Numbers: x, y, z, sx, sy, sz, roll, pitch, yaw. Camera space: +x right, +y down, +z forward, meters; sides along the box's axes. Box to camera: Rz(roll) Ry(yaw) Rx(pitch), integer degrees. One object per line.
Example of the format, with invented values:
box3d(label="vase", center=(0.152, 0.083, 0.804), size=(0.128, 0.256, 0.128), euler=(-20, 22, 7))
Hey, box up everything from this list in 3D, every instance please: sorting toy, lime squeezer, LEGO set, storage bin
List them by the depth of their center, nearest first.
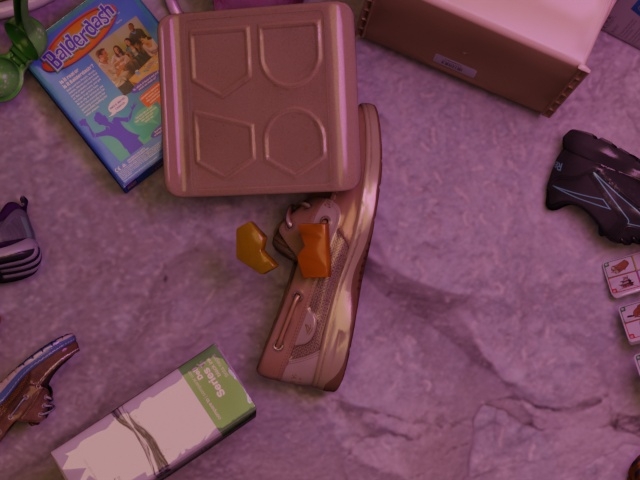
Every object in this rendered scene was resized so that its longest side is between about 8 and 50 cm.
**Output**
box3d(label="sorting toy", center=(-0.066, -0.110, 1.839), size=(0.229, 0.041, 0.307), euler=(-2, 93, 15))
box3d(label="storage bin", center=(0.188, -0.265, 1.863), size=(0.262, 0.260, 0.123), euler=(23, 81, 0))
box3d(label="lime squeezer", center=(-0.369, -0.195, 1.869), size=(0.059, 0.310, 0.110), euler=(34, 39, -9))
box3d(label="LEGO set", center=(0.477, 0.075, 1.914), size=(0.244, 0.060, 0.182), euler=(-18, 57, 7))

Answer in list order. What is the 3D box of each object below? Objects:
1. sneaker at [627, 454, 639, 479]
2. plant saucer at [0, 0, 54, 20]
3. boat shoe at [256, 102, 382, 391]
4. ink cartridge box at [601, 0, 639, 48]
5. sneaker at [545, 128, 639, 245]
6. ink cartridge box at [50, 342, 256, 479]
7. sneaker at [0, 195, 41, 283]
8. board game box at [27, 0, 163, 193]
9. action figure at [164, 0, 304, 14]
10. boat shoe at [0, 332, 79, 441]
box3d(label="sneaker", center=(0.428, 0.391, 1.859), size=(0.131, 0.112, 0.297), euler=(1, 82, -4))
box3d(label="plant saucer", center=(-0.415, -0.442, 1.934), size=(0.400, 0.100, 0.401), euler=(1, 81, -3))
box3d(label="boat shoe", center=(0.000, 0.000, 1.884), size=(0.110, 0.121, 0.341), euler=(11, 83, -3))
box3d(label="ink cartridge box", center=(0.340, -0.369, 1.932), size=(0.232, 0.171, 0.168), euler=(27, 81, 0))
box3d(label="sneaker", center=(0.394, -0.033, 1.925), size=(0.267, 0.101, 0.106), euler=(28, 93, 18))
box3d(label="ink cartridge box", center=(-0.185, 0.218, 1.823), size=(0.219, 0.160, 0.093), euler=(-33, 84, -8))
box3d(label="sneaker", center=(-0.442, 0.012, 1.892), size=(0.223, 0.083, 0.098), euler=(-11, 62, -9))
box3d(label="board game box", center=(-0.235, -0.187, 1.934), size=(0.160, 0.047, 0.210), euler=(-37, 86, -7))
box3d(label="action figure", center=(-0.088, -0.391, 1.811), size=(0.275, 0.370, 0.248), euler=(-30, 82, -3))
box3d(label="boat shoe", center=(-0.341, 0.183, 1.872), size=(0.183, 0.066, 0.066), euler=(-41, 91, 2))
